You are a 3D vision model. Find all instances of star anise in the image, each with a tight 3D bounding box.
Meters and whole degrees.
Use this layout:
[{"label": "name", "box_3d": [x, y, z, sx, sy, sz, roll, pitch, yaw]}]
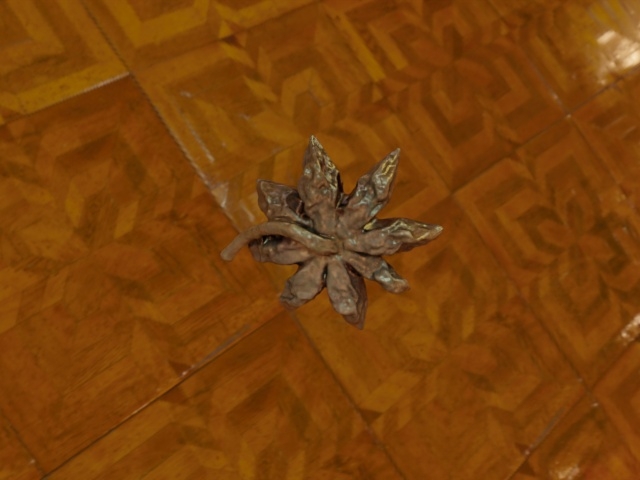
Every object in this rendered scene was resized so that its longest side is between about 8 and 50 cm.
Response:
[{"label": "star anise", "box_3d": [0.000, 0.001, 0.943, 0.081, 0.262, 0.230, -62, 142, -63]}]
